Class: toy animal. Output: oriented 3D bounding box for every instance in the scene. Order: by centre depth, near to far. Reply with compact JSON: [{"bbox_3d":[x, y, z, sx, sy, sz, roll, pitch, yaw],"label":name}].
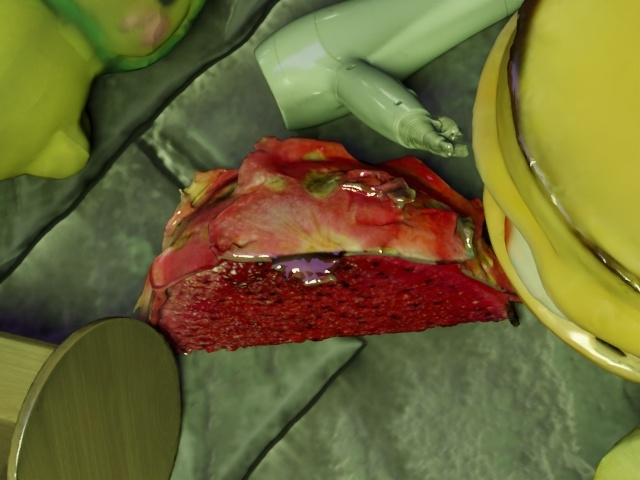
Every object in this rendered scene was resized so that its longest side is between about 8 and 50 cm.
[{"bbox_3d":[-0.229,-0.157,1.010,0.338,0.216,0.191,-46,38,-7],"label":"toy animal"}]

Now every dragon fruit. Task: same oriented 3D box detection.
[{"bbox_3d":[-0.002,-0.012,0.904,0.274,0.161,0.126,-6,71,16],"label":"dragon fruit"}]

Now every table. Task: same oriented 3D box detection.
[{"bbox_3d":[-0.230,0.113,0.938,0.226,0.167,0.167,10,73,29],"label":"table"}]

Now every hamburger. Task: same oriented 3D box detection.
[{"bbox_3d":[0.220,-0.030,0.806,0.276,0.237,0.276,1,68,-2],"label":"hamburger"}]

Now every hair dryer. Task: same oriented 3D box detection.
[{"bbox_3d":[0.072,-0.111,0.918,0.206,0.075,0.237,-25,29,1],"label":"hair dryer"}]

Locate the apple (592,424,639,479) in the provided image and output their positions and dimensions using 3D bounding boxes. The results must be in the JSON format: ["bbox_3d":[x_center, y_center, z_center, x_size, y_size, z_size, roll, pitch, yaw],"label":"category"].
[{"bbox_3d":[0.242,0.212,0.706,0.258,0.233,0.295,31,104,25],"label":"apple"}]
